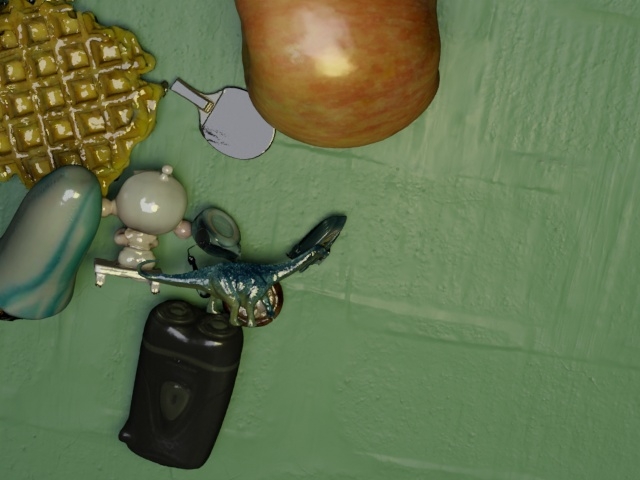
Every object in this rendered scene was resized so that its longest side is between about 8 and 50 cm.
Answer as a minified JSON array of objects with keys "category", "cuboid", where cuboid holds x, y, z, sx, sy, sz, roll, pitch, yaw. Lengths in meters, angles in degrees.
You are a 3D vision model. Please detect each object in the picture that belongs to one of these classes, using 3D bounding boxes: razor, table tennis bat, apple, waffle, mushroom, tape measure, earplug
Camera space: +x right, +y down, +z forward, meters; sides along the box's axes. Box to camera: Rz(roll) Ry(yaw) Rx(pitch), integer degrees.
[{"category":"razor","cuboid":[-0.279,0.290,1.927,0.205,0.113,0.349,19,113,4]},{"category":"table tennis bat","cuboid":[-0.187,-0.240,1.831,0.220,0.019,0.130,33,103,-7]},{"category":"apple","cuboid":[0.032,-0.351,1.607,0.347,0.391,0.391,-5,105,-2]},{"category":"waffle","cuboid":[-0.505,-0.263,1.811,0.380,0.095,0.382,29,103,-3]},{"category":"mushroom","cuboid":[-0.134,0.115,1.907,0.123,0.052,0.123,0,101,-2]},{"category":"tape measure","cuboid":[-0.227,0.025,1.880,0.104,0.107,0.179,12,132,-25]},{"category":"earplug","cuboid":[-0.490,-0.014,1.759,0.185,0.185,0.324,36,131,-6]}]

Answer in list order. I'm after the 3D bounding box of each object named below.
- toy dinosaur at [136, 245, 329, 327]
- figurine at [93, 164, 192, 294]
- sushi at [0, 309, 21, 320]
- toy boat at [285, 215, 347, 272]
[{"category":"toy dinosaur","cuboid":[-0.162,0.088,1.827,0.363,0.076,0.147,-3,107,-8]},{"category":"figurine","cuboid":[-0.343,-0.033,1.835,0.182,0.144,0.256,16,102,2]},{"category":"sushi","cuboid":[-0.684,0.100,1.883,0.172,0.150,0.153,13,106,0]},{"category":"toy boat","cuboid":[0.000,0.000,1.866,0.060,0.055,0.141,37,105,-30]}]
